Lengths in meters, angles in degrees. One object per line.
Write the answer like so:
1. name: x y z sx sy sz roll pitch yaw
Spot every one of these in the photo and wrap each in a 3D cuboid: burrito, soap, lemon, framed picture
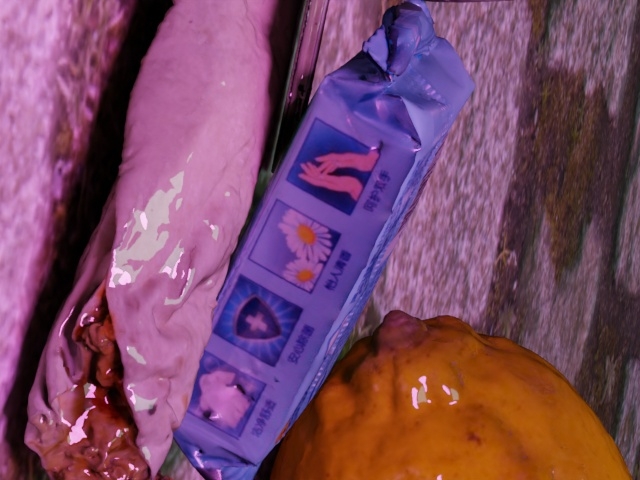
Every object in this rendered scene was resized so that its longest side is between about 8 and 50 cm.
1. burrito: -0.077 -0.045 1.045 0.117 0.076 0.392 61 41 -58
2. soap: 0.000 0.000 1.124 0.293 0.077 0.156 -63 175 21
3. lemon: 0.095 0.210 1.331 0.285 0.285 0.316 -22 134 -67
4. framed picture: 0.012 -0.199 1.170 0.232 0.019 0.296 115 -13 -82

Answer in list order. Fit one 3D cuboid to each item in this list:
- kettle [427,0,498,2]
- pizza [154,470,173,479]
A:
1. kettle: 0.139 -0.340 1.273 0.319 0.247 0.342 -45 130 -65
2. pizza: -0.114 0.194 1.071 0.201 0.053 0.193 77 29 -44
